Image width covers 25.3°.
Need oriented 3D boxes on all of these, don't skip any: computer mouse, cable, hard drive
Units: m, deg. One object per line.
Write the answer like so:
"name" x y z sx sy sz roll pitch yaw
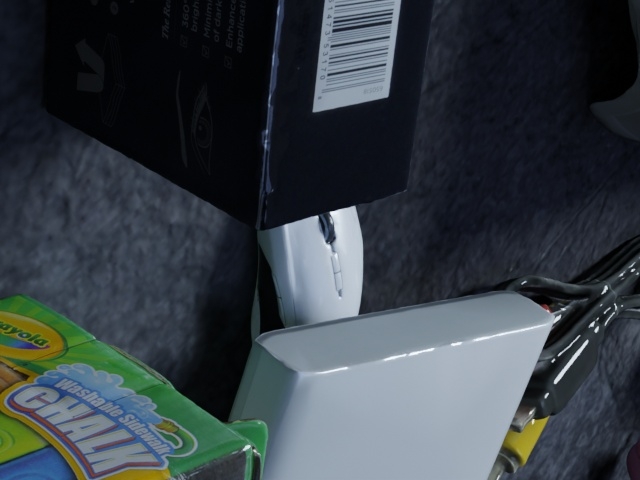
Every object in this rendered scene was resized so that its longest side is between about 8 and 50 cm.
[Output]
"computer mouse" 0.000 0.000 0.808 0.106 0.042 0.193 -25 128 -38
"cable" 0.176 0.052 1.045 0.287 0.072 0.139 -41 121 -41
"hard drive" 0.005 0.203 0.894 0.233 0.047 0.353 -7 124 -45

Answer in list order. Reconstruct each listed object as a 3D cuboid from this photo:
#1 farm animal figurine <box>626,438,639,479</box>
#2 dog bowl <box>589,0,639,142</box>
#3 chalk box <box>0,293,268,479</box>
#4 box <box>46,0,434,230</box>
"farm animal figurine" 0.283 0.333 1.170 0.330 0.327 0.172 -11 155 -41
"dog bowl" 0.316 -0.215 0.983 0.349 0.102 0.349 -26 129 -37
"chalk box" -0.147 0.148 0.628 0.289 0.179 0.180 -16 122 -43
"box" -0.036 -0.110 0.612 0.093 0.158 0.156 -16 123 -41
